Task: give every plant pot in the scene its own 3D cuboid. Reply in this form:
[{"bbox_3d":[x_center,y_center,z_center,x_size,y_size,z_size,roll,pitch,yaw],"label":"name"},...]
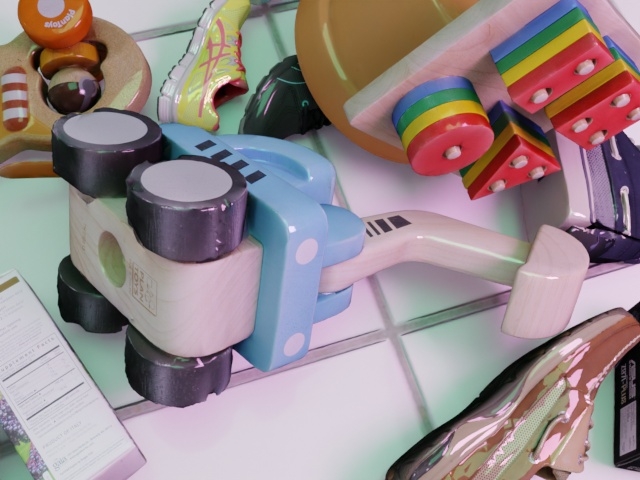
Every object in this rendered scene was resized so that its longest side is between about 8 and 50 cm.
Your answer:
[{"bbox_3d":[0.141,-0.258,0.933,0.291,0.203,0.291,7,73,-26],"label":"plant pot"}]

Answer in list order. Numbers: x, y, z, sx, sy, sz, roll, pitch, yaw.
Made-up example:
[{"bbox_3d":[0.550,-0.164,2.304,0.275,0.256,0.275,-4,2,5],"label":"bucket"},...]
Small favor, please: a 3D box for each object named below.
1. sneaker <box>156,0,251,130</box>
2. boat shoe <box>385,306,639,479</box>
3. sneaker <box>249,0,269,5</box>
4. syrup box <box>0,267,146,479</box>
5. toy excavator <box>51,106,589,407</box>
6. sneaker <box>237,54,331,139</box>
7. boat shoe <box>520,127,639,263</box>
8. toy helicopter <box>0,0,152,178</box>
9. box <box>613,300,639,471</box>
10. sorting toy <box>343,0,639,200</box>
[{"bbox_3d":[-0.128,-0.226,1.024,0.094,0.081,0.208,23,74,4],"label":"sneaker"},{"bbox_3d":[0.220,0.199,0.833,0.324,0.122,0.120,-35,79,-13],"label":"boat shoe"},{"bbox_3d":[0.019,-0.454,1.112,0.150,0.135,0.366,27,66,11],"label":"sneaker"},{"bbox_3d":[-0.286,0.154,0.812,0.096,0.093,0.237,-35,72,-19],"label":"syrup box"},{"bbox_3d":[0.000,0.000,0.837,0.445,0.222,0.433,-19,39,-38],"label":"toy excavator"},{"bbox_3d":[0.002,-0.193,1.004,0.106,0.101,0.267,38,67,10],"label":"sneaker"},{"bbox_3d":[0.339,-0.120,1.002,0.158,0.127,0.341,11,64,-16],"label":"boat shoe"},{"bbox_3d":[-0.358,-0.126,0.945,0.355,0.140,0.235,-37,81,-9],"label":"toy helicopter"},{"bbox_3d":[0.412,0.171,0.876,0.147,0.077,0.180,12,64,0],"label":"box"},{"bbox_3d":[0.204,-0.138,0.821,0.257,0.255,0.089,14,50,-50],"label":"sorting toy"}]
